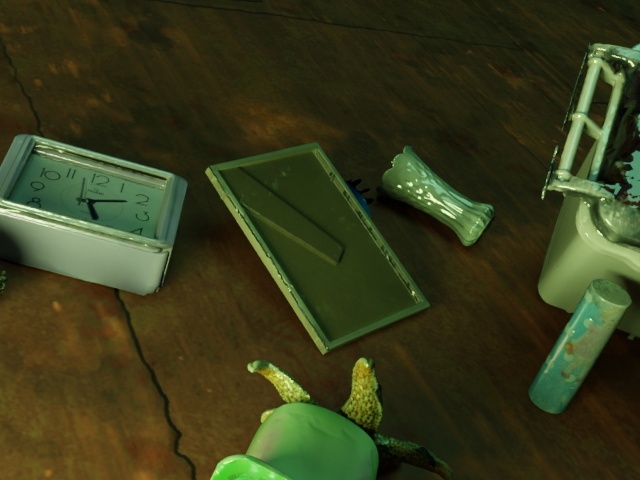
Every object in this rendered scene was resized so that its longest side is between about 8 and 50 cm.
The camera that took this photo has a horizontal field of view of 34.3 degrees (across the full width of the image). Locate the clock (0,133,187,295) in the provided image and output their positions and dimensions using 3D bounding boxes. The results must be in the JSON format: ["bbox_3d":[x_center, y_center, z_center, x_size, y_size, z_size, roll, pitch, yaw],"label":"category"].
[{"bbox_3d":[-0.245,-0.030,1.093,0.193,0.073,0.145,15,33,-10],"label":"clock"}]

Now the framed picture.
[{"bbox_3d":[0.000,0.000,1.178,0.184,0.016,0.250,-19,68,-46],"label":"framed picture"}]

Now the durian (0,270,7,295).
[{"bbox_3d":[-0.330,0.031,0.959,0.080,0.080,0.091,43,21,30],"label":"durian"}]

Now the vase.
[{"bbox_3d":[0.156,-0.054,1.370,0.148,0.081,0.081,34,34,11],"label":"vase"}]

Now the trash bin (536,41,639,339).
[{"bbox_3d":[0.372,-0.035,1.174,0.295,0.368,0.256,19,72,2],"label":"trash bin"}]

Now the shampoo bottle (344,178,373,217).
[{"bbox_3d":[-0.002,-0.035,1.266,0.087,0.050,0.183,40,36,19],"label":"shampoo bottle"}]

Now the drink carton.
[{"bbox_3d":[-0.019,0.214,0.821,0.146,0.144,0.142,26,22,0],"label":"drink carton"}]

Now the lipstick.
[{"bbox_3d":[0.276,0.114,1.110,0.048,0.158,0.048,15,33,-10],"label":"lipstick"}]

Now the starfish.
[{"bbox_3d":[0.014,0.162,0.922,0.208,0.175,0.053,47,57,-30],"label":"starfish"}]
